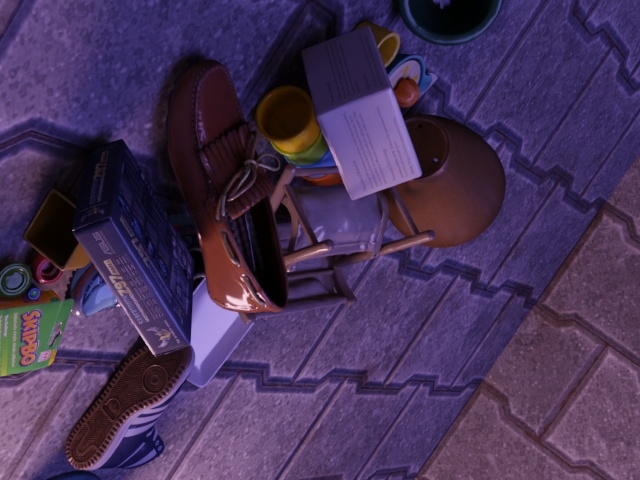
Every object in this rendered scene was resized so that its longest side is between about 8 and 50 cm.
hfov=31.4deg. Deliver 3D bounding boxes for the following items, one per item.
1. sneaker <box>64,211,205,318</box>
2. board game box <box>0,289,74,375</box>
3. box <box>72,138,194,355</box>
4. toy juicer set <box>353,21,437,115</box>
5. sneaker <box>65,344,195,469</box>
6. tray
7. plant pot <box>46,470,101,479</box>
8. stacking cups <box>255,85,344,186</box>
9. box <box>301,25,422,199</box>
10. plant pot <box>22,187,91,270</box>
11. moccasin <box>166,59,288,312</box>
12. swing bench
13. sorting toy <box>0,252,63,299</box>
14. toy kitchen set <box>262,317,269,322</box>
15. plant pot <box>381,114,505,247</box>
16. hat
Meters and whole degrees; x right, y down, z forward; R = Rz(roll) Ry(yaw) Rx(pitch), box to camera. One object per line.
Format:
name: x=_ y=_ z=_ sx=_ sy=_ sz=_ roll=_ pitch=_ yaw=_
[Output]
sneaker: x=-0.252 y=0.047 z=1.675 sx=0.262 sy=0.125 sz=0.104 roll=-32 pitch=147 yaw=-37
board game box: x=-0.456 y=0.135 z=1.528 sx=0.259 sy=0.039 sz=0.124 roll=-5 pitch=128 yaw=-47
box: x=-0.241 y=0.010 z=1.507 sx=0.059 sy=0.183 sz=0.233 roll=-20 pitch=126 yaw=10
toy juicer set: x=0.109 y=-0.233 z=1.965 sx=0.209 sy=0.089 sz=0.329 roll=-56 pitch=155 yaw=6
sneaker: x=-0.290 y=0.280 z=1.924 sx=0.282 sy=0.099 sz=0.153 roll=-46 pitch=151 yaw=8
tray: x=-0.174 y=0.115 z=1.958 sx=0.270 sy=0.030 sz=0.145 roll=-53 pitch=130 yaw=-1
plant pot: x=-0.399 y=0.632 z=1.930 sx=0.341 sy=0.334 sz=0.341 roll=-38 pitch=151 yaw=-26
stacking cups: x=-0.008 y=-0.149 z=1.873 sx=0.096 sy=0.096 sz=0.316 roll=-52 pitch=155 yaw=-2
box: x=0.061 y=-0.196 z=1.746 sx=0.119 sy=0.181 sz=0.182 roll=-19 pitch=132 yaw=6
plant pot: x=-0.330 y=-0.012 z=1.531 sx=0.081 sy=0.081 sz=0.083 roll=-57 pitch=160 yaw=9
moccasin: x=-0.121 y=-0.069 z=1.617 sx=0.139 sy=0.147 sz=0.380 roll=-29 pitch=117 yaw=-48
swing bench: x=0.000 y=0.000 z=1.890 sx=0.253 sy=0.165 sz=0.254 roll=-7 pitch=154 yaw=-44
sorting toy: x=-0.397 y=0.044 z=1.540 sx=0.102 sy=0.042 sz=0.061 roll=-16 pitch=122 yaw=-34
toy kitchen set: x=-0.129 y=0.112 z=2.026 sx=0.083 sy=0.068 sz=0.075 roll=-54 pitch=154 yaw=1
plant pot: x=0.198 y=-0.127 z=2.048 sx=0.237 sy=0.237 sz=0.254 roll=-53 pitch=160 yaw=0
hat: x=0.213 y=-0.440 z=1.954 sx=0.208 sy=0.183 sz=0.173 roll=11 pitch=114 yaw=-16
